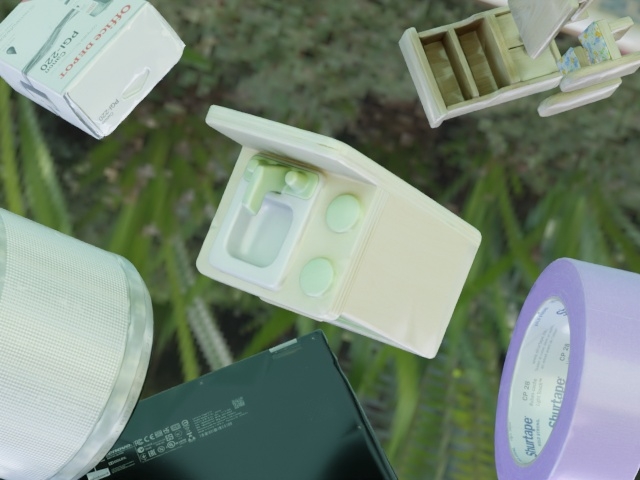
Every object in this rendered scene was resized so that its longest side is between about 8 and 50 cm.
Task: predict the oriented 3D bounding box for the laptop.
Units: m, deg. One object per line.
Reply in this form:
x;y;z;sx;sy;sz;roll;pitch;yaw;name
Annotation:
-0.138;0.265;1.743;0.382;0.236;0.408;-22;-130;-8;laptop

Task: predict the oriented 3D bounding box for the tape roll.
0.276;0.161;1.889;0.090;0.275;0.275;13;-173;-10;tape roll

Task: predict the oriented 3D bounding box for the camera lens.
-0.298;0.080;1.490;0.274;0.219;0.219;24;-178;-32;camera lens

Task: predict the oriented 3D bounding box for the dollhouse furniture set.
0.201;-0.228;1.857;0.161;0.212;0.242;-17;168;-15;dollhouse furniture set

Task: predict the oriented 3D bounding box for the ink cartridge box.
-0.292;-0.233;2.114;0.218;0.158;0.092;30;165;45;ink cartridge box

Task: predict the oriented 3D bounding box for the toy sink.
0.000;0.000;1.456;0.152;0.131;0.234;18;173;37;toy sink
